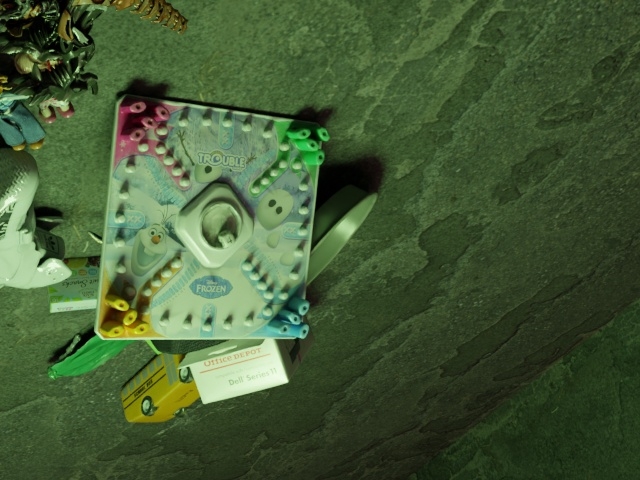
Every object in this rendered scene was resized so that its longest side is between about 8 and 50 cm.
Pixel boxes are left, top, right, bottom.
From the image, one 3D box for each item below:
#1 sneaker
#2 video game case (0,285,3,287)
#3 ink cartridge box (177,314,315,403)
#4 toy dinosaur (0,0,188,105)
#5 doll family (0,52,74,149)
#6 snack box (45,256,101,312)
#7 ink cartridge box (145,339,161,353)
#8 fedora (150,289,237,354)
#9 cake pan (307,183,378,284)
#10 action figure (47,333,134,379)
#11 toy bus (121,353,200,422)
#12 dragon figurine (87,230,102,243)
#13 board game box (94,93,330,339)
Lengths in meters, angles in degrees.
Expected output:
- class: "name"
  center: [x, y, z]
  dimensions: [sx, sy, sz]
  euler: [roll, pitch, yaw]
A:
- class: "sneaker"
  center: [-0.503, -0.028, 1.576]
  dimensions: [0.210, 0.137, 0.366]
  euler: [6, 147, -40]
- class: "video game case"
  center: [-0.675, 0.084, 1.787]
  dimensions: [0.087, 0.011, 0.122]
  euler: [-31, 149, 19]
- class: "ink cartridge box"
  center: [-0.156, 0.248, 2.059]
  dimensions: [0.207, 0.119, 0.353]
  euler: [-17, -172, 15]
- class: "toy dinosaur"
  center: [-0.327, -0.300, 1.201]
  dimensions: [0.322, 0.164, 0.218]
  euler: [18, 122, -17]
- class: "doll family"
  center: [-0.475, -0.179, 1.337]
  dimensions: [0.263, 0.118, 0.163]
  euler: [-18, 151, -1]
- class: "snack box"
  center: [-0.459, 0.083, 1.820]
  dimensions: [0.141, 0.100, 0.037]
  euler: [-5, 148, -24]
- class: "ink cartridge box"
  center: [-0.255, 0.121, 1.991]
  dimensions: [0.273, 0.114, 0.198]
  euler: [-18, 152, -1]
- class: "fedora"
  center: [-0.228, 0.110, 1.765]
  dimensions: [0.334, 0.334, 0.152]
  euler: [-15, 112, -7]
- class: "cake pan"
  center: [0.000, 0.000, 1.859]
  dimensions: [0.293, 0.054, 0.293]
  euler: [-47, 172, -9]
- class: "action figure"
  center: [-0.522, 0.250, 2.112]
  dimensions: [0.232, 0.063, 0.137]
  euler: [-30, 151, 12]
- class: "toy bus"
  center: [-0.356, 0.342, 2.299]
  dimensions: [0.108, 0.130, 0.333]
  euler: [11, 140, -41]
- class: "dragon figurine"
  center: [-0.268, -0.043, 1.729]
  dimensions: [0.289, 0.144, 0.085]
  euler: [-1, 154, 7]
- class: "board game box"
  center: [-0.167, -0.024, 1.567]
  dimensions: [0.390, 0.389, 0.050]
  euler: [4, -176, -34]
